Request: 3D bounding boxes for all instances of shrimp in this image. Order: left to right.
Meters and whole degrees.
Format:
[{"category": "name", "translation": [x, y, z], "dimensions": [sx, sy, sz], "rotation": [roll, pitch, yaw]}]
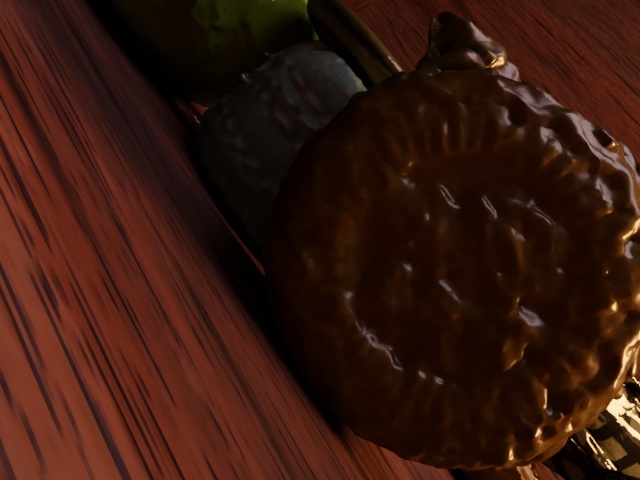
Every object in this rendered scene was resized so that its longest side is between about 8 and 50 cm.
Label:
[{"category": "shrimp", "translation": [-0.109, -0.109, 0.637], "dimensions": [0.083, 0.023, 0.114], "rotation": [54, 6, 33]}]

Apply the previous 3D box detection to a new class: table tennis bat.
[{"category": "table tennis bat", "translation": [0.091, -0.088, 0.646], "dimensions": [0.369, 0.054, 0.224], "rotation": [49, 5, -42]}]

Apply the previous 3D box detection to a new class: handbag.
[{"category": "handbag", "translation": [0.341, 0.222, 0.942], "dimensions": [0.327, 0.162, 0.325], "rotation": [48, -10, -17]}]

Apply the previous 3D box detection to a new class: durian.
[{"category": "durian", "translation": [-0.113, -0.248, 0.685], "dimensions": [0.255, 0.204, 0.340], "rotation": [36, 22, -32]}]

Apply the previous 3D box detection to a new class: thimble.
[{"category": "thimble", "translation": [0.002, -0.049, 0.562], "dimensions": [0.235, 0.143, 0.198], "rotation": [55, 1, -20]}]

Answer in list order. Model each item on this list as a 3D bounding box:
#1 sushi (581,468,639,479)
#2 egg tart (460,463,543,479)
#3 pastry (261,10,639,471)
[{"category": "sushi", "translation": [0.356, 0.386, 0.751], "dimensions": [0.126, 0.136, 0.225], "rotation": [-36, 119, -69]}, {"category": "egg tart", "translation": [0.221, 0.279, 0.800], "dimensions": [0.232, 0.098, 0.252], "rotation": [61, 8, 0]}, {"category": "pastry", "translation": [0.085, 0.011, 0.395], "dimensions": [0.240, 0.235, 0.132], "rotation": [45, 9, -3]}]
